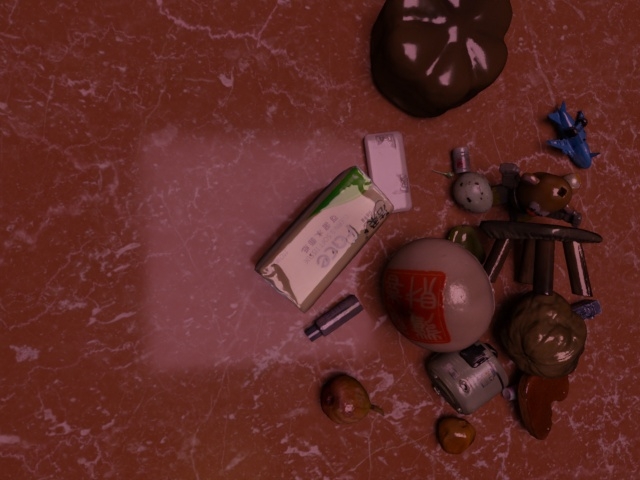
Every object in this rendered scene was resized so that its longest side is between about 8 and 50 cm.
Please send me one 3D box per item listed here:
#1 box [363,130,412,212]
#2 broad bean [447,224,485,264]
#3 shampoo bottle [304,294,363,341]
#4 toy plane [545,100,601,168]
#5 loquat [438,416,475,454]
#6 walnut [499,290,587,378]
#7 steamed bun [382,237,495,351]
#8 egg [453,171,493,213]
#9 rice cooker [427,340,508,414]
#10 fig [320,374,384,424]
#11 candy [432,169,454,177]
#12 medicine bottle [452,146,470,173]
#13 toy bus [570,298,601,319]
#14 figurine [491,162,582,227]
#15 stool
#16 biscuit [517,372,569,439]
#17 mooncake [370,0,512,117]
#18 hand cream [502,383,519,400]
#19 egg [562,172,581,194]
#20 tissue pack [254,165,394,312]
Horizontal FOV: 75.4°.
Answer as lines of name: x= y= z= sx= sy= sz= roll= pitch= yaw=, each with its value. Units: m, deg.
box: x=0.239 y=-0.239 z=1.468 sx=0.142 sy=0.044 sz=0.285 roll=-8 pitch=92 yaw=-9
broad bean: x=0.530 y=0.024 z=1.504 sx=0.124 sy=0.082 sz=0.175 roll=-27 pitch=93 yaw=-12
shampoo bottle: x=0.044 y=0.268 z=1.415 sx=0.214 sy=0.072 sz=0.072 roll=-33 pitch=96 yaw=-10
toy plane: x=0.971 y=-0.395 z=1.588 sx=0.254 sy=0.105 sz=0.271 roll=-39 pitch=93 yaw=-24
loquat: x=0.483 y=0.699 z=1.480 sx=0.137 sy=0.113 sz=0.137 roll=-7 pitch=113 yaw=-16
walnut: x=0.783 y=0.331 z=1.462 sx=0.282 sy=0.253 sz=0.277 roll=42 pitch=57 yaw=2
steamed bun: x=0.342 y=0.180 z=1.317 sx=0.241 sy=0.374 sz=0.375 roll=-14 pitch=93 yaw=-31
egg: x=0.554 y=-0.170 z=1.489 sx=0.164 sy=0.131 sz=0.131 roll=41 pitch=82 yaw=-22
rice cooker: x=0.509 y=0.455 z=1.434 sx=0.244 sy=0.226 sz=0.226 roll=-31 pitch=96 yaw=-6
fig: x=0.126 y=0.557 z=1.408 sx=0.257 sy=0.159 sz=0.159 roll=30 pitch=84 yaw=-27
candy: x=0.450 y=-0.247 z=1.522 sx=0.083 sy=0.023 sz=0.025 roll=13 pitch=45 yaw=-5
medicine bottle: x=0.515 y=-0.292 z=1.514 sx=0.058 sy=0.058 sz=0.091 roll=-7 pitch=91 yaw=-11
toy bus: x=0.978 y=0.283 z=1.596 sx=0.190 sy=0.075 sz=0.064 roll=-18 pitch=92 yaw=-10
figurine: x=0.742 y=-0.155 z=1.446 sx=0.342 sy=0.285 sz=0.167 roll=12 pitch=86 yaw=-13
stool: x=0.731 y=0.054 z=1.413 sx=0.310 sy=0.310 sz=0.226 roll=6 pitch=93 yaw=-28
biscuit: x=0.846 y=0.582 z=1.565 sx=0.277 sy=0.052 sz=0.262 roll=-26 pitch=103 yaw=-26
mooncake: x=0.402 y=-0.667 z=1.394 sx=0.466 sy=0.262 sz=0.468 roll=0 pitch=91 yaw=-13
hand cream: x=0.774 y=0.571 z=1.575 sx=0.174 sy=0.047 sz=0.076 roll=-3 pitch=90 yaw=-21
egg: x=0.965 y=-0.217 z=1.598 sx=0.071 sy=0.071 sz=0.083 roll=-11 pitch=96 yaw=-11
tissue pack: x=0.000 y=0.000 z=1.272 sx=0.205 sy=0.332 sz=0.405 roll=44 pitch=83 yaw=-6
